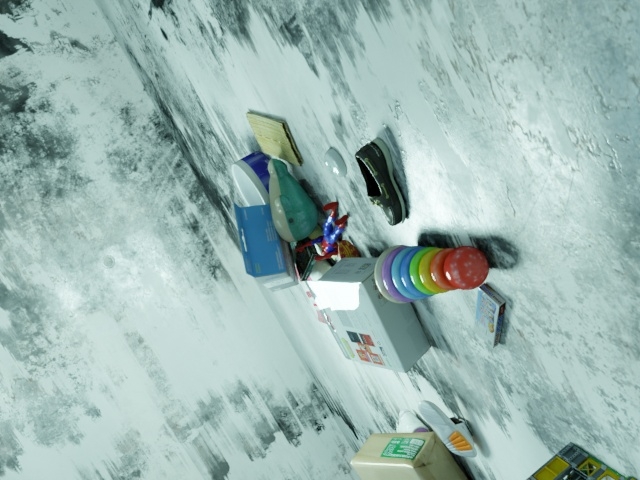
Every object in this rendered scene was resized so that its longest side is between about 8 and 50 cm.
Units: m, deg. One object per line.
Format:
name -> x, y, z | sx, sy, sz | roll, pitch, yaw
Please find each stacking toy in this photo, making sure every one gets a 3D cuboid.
stacking toy -> 0.250, 0.071, 1.387 | 0.141, 0.141, 0.330 | 60, 159, -8

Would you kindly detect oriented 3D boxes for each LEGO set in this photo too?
LEGO set -> 0.558, 0.611, 1.331 | 0.255, 0.192, 0.331 | 36, 153, 53

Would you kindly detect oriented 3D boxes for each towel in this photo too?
towel -> -0.012, 0.226, 2.601 | 0.329, 0.037, 0.237 | 64, 162, -19

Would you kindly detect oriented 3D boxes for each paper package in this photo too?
paper package -> 0.322, 0.837, 2.239 | 0.324, 0.168, 0.310 | -19, 111, 49

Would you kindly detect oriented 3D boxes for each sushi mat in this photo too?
sushi mat -> -0.152, -0.327, 2.020 | 0.316, 0.019, 0.152 | 31, 150, 59

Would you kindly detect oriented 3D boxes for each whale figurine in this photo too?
whale figurine -> -0.089, -0.134, 2.020 | 0.216, 0.141, 0.272 | -29, -74, -82

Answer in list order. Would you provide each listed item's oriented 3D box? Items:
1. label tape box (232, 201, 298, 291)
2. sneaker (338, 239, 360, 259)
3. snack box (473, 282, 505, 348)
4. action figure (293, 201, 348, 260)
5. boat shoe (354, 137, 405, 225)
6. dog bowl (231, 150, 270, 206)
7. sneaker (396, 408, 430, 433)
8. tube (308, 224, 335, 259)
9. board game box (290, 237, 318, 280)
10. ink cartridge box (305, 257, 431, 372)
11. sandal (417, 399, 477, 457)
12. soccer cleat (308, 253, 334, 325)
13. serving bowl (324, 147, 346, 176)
label tape box -> -0.171, 0.017, 2.076 | 0.334, 0.105, 0.241 | 56, -160, -74
sneaker -> 0.103, 0.079, 1.942 | 0.175, 0.064, 0.067 | 61, 173, -2
snack box -> 0.367, 0.167, 1.385 | 0.064, 0.022, 0.178 | 48, 161, 35
action figure -> 0.000, 0.000, 1.953 | 0.091, 0.139, 0.280 | 55, 163, 20
boat shoe -> 0.135, -0.122, 1.456 | 0.081, 0.068, 0.228 | 36, 153, 53
dog bowl -> -0.211, -0.187, 2.302 | 0.265, 0.104, 0.265 | 51, 163, 22
sneaker -> 0.355, 0.757, 2.396 | 0.152, 0.114, 0.305 | 50, 155, 49
tube -> -0.028, -0.036, 2.129 | 0.240, 0.062, 0.070 | 46, -160, 15
board game box -> -0.060, 0.033, 2.200 | 0.186, 0.026, 0.126 | -112, 37, -45
ink cartridge box -> 0.133, 0.209, 1.848 | 0.271, 0.130, 0.310 | -1, 121, 52
sandal -> 0.397, 0.553, 1.913 | 0.102, 0.076, 0.265 | -15, 120, 49
soccer cleat -> 0.049, 0.139, 2.171 | 0.143, 0.116, 0.331 | -58, 49, 36
serving bowl -> 0.035, -0.202, 1.682 | 0.083, 0.027, 0.083 | 50, 162, 24
